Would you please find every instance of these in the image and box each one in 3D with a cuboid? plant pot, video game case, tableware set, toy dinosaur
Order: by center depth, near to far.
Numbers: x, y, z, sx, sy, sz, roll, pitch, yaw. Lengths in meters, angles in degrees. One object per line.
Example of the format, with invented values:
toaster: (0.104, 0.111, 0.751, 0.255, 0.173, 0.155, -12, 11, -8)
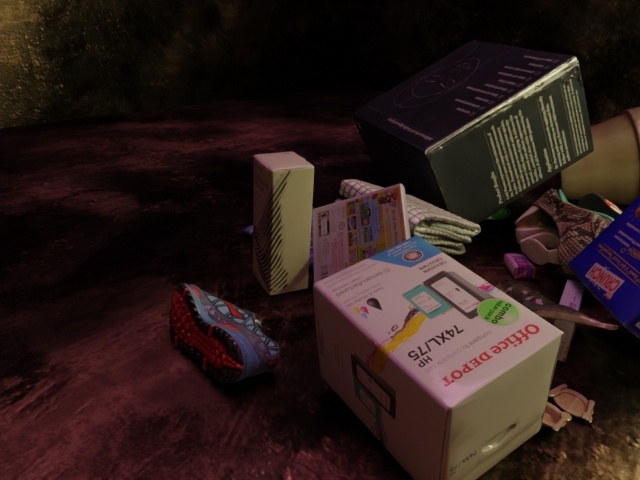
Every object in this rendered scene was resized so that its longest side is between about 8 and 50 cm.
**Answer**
tableware set: (0.344, 0.236, 0.900, 0.141, 0.020, 0.168, -12, 38, -41)
toy dinosaur: (0.358, 0.130, 0.981, 0.118, 0.064, 0.268, -39, 26, -13)
video game case: (0.081, 0.011, 1.142, 0.206, 0.026, 0.227, -15, 58, 23)
plant pot: (0.908, -0.250, 1.833, 0.280, 0.323, 0.323, -6, 20, 17)

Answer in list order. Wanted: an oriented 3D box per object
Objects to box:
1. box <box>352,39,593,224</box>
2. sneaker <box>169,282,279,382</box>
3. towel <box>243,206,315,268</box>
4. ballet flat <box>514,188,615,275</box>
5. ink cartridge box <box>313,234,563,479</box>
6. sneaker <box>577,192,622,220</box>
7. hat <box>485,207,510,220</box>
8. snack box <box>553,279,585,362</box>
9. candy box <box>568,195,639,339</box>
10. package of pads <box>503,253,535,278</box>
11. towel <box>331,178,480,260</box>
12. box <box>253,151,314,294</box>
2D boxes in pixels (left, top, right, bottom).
box: (0.423, -0.322, 1.664, 0.471, 0.297, 0.480, -30, 31, -6)
sneaker: (-0.167, 0.158, 0.977, 0.125, 0.104, 0.262, 6, 21, -43)
towel: (0.000, 0.000, 1.418, 0.243, 0.040, 0.336, -18, 30, -38)
ballet flat: (0.568, -0.022, 1.381, 0.182, 0.164, 0.483, -24, 8, 13)
ink cartridge box: (0.148, 0.163, 0.786, 0.198, 0.197, 0.270, -24, 39, -25)
sneaker: (0.769, -0.005, 1.432, 0.145, 0.090, 0.270, 26, 29, -32)
hat: (0.501, -0.179, 1.703, 0.172, 0.184, 0.208, 16, 26, 21)
snack box: (0.457, 0.146, 1.057, 0.037, 0.100, 0.141, 15, 26, 25)
candy box: (0.607, 0.009, 0.949, 0.122, 0.317, 0.268, 39, 18, -9)
package of pads: (0.469, 0.059, 1.344, 0.050, 0.032, 0.083, 1, 24, -1)
towel: (0.191, -0.035, 1.300, 0.235, 0.121, 0.283, 31, 15, 39)
box: (-0.080, -0.035, 1.170, 0.094, 0.275, 0.113, -9, 27, -24)
